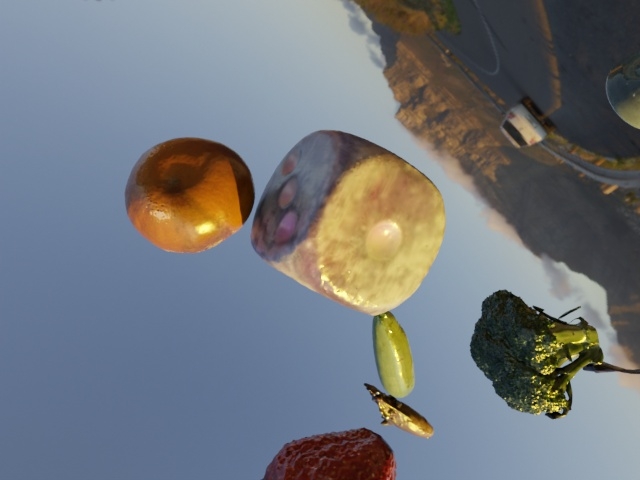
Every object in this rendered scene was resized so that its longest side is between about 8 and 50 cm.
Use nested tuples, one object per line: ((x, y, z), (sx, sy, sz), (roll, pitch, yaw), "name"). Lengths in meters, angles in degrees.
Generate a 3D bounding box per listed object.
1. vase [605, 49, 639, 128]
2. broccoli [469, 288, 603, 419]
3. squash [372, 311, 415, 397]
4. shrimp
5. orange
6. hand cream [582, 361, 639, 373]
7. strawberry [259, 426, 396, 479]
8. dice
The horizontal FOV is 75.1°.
((0.321, -0.160, 0.292), (0.096, 0.219, 0.095), (3, -104, -11), "vase")
((0.514, 0.253, 1.019), (0.321, 0.284, 0.303), (-95, -8, -64), "broccoli")
((0.215, 0.330, 1.251), (0.118, 0.119, 0.370), (-77, -25, -58), "squash")
((0.161, 0.397, 0.960), (0.262, 0.117, 0.066), (40, -117, -25), "shrimp")
((-0.246, -0.085, 0.804), (0.240, 0.240, 0.171), (59, 169, 21), "orange")
((0.755, 0.319, 1.046), (0.062, 0.163, 0.038), (12, -105, -47), "hand cream")
((0.019, 0.470, 0.759), (0.250, 0.289, 0.238), (51, 165, 27), "strawberry")
((0.048, -0.035, 0.801), (0.270, 0.269, 0.271), (28, 180, -31), "dice")
